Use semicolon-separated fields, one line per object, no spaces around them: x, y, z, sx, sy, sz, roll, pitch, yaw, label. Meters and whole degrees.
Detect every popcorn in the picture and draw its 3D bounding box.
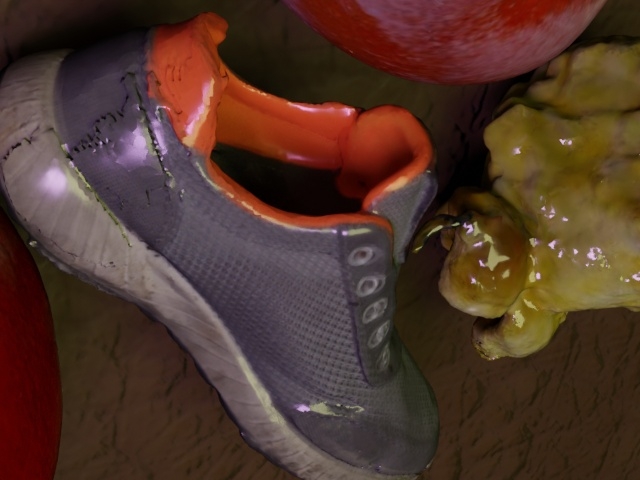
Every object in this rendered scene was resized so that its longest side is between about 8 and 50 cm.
0.153;-0.030;0.828;0.195;0.173;0.168;-21;86;8;popcorn

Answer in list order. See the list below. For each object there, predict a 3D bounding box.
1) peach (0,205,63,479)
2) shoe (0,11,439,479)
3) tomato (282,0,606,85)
-0.216;0.053;0.646;0.190;0.226;0.196;-19;167;14;peach
0.000;0.000;0.712;0.171;0.132;0.336;-26;128;25;shoe
0.066;-0.213;0.625;0.270;0.227;0.270;-42;158;-21;tomato
